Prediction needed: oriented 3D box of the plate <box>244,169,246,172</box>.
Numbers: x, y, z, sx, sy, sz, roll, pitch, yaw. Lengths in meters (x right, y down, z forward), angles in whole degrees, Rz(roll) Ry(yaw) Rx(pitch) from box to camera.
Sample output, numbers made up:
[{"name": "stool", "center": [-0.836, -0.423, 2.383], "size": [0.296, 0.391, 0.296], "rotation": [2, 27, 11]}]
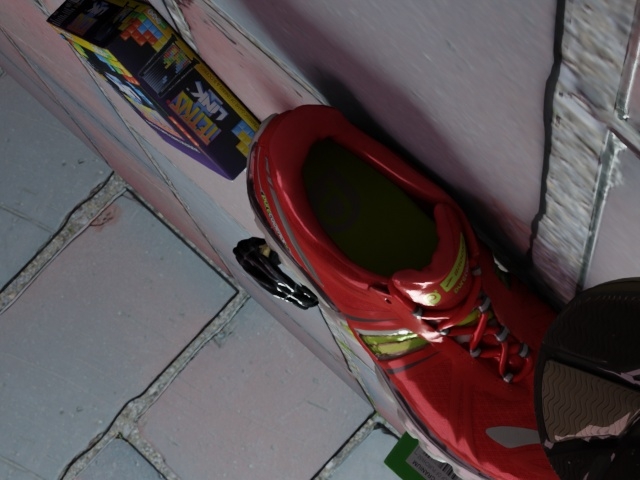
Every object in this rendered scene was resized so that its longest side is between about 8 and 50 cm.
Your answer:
[{"name": "plate", "center": [0.012, -0.007, 1.245], "size": [0.188, 0.024, 0.188], "rotation": [42, 174, 5]}]

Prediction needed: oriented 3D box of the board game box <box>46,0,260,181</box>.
[{"name": "board game box", "center": [-0.124, -0.122, 1.224], "size": [0.141, 0.048, 0.170], "rotation": [48, 173, -26]}]

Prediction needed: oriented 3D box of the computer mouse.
[{"name": "computer mouse", "center": [0.000, 0.000, 1.031], "size": [0.071, 0.041, 0.242], "rotation": [49, -166, 3]}]

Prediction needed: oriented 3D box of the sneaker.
[{"name": "sneaker", "center": [0.063, 0.037, 0.869], "size": [0.279, 0.107, 0.118], "rotation": [42, 169, 4]}]

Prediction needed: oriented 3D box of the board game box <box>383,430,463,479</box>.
[{"name": "board game box", "center": [0.208, 0.234, 1.178], "size": [0.242, 0.064, 0.316], "rotation": [39, -177, 32]}]

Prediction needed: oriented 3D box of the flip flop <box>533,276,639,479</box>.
[{"name": "flip flop", "center": [0.190, 0.093, 0.495], "size": [0.277, 0.112, 0.080], "rotation": [29, -157, 33]}]
